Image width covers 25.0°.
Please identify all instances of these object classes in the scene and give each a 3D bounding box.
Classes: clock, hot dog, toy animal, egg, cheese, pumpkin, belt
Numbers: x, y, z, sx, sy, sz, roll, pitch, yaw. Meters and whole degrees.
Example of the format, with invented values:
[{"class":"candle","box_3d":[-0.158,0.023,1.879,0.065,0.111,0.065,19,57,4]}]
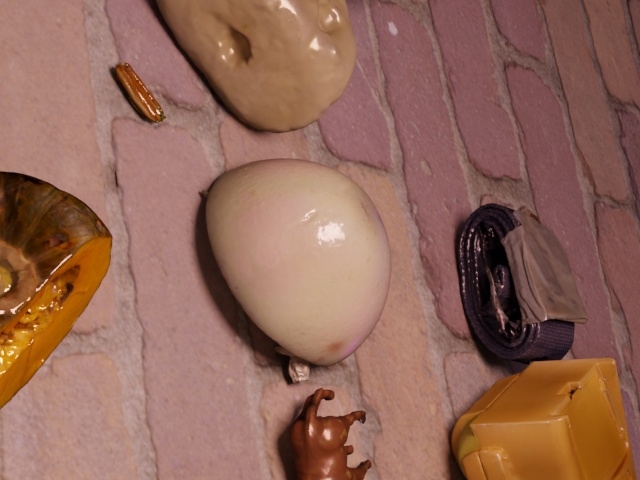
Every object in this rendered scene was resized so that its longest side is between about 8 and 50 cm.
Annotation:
[{"class":"clock","box_3d":[0.315,0.338,1.902,0.244,0.200,0.317,-30,103,-51]},{"class":"hot dog","box_3d":[-0.208,-0.167,1.653,0.083,0.021,0.037,56,16,-9]},{"class":"toy animal","box_3d":[0.005,0.299,1.628,0.230,0.066,0.224,-47,128,-62]},{"class":"egg","box_3d":[0.001,0.012,1.670,0.271,0.161,0.206,50,24,-15]},{"class":"cheese","box_3d":[-0.049,-0.267,1.789,0.248,0.173,0.251,60,31,-6]},{"class":"pumpkin","box_3d":[-0.316,0.080,1.239,0.139,0.222,0.317,33,39,2]},{"class":"belt","box_3d":[0.271,0.061,2.027,0.126,0.139,0.231,16,54,-47]}]

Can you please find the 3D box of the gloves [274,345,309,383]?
[{"class":"gloves","box_3d":[-0.028,0.140,1.698,0.044,0.037,0.081,67,-2,-82]}]
